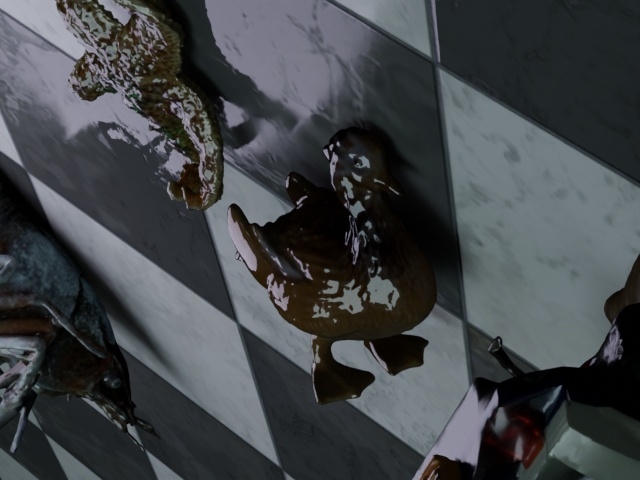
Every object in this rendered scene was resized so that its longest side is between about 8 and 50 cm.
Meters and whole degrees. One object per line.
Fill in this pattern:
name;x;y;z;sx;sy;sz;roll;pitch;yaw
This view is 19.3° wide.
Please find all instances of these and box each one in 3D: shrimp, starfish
shrimp;-0.298;0.032;1.660;0.410;0.166;0.221;63;-171;-10
starfish;-0.116;-0.116;1.197;0.150;0.053;0.209;-17;112;53

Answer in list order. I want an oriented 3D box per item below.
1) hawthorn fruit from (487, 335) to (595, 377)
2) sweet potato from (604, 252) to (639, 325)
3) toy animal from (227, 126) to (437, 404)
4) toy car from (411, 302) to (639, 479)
hawthorn fruit;0.156;0.121;0.958;0.194;0.157;0.157;47;160;5
sweet potato;0.180;0.026;0.844;0.077;0.077;0.244;46;157;-2
toy animal;0.000;0.000;1.136;0.188;0.089;0.179;24;134;45
toy car;0.177;0.137;0.781;0.301;0.118;0.193;14;132;-16
